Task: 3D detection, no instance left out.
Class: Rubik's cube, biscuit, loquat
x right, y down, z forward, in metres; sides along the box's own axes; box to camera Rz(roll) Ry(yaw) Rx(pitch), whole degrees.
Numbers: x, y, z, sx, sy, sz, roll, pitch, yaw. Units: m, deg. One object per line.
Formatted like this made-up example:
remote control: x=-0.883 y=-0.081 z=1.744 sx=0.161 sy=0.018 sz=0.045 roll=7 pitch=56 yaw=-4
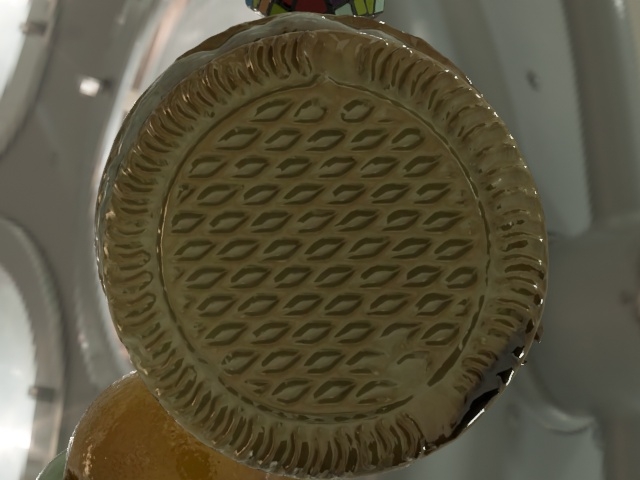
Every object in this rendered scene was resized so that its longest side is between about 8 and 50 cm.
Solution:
Rubik's cube: x=-0.004 y=-0.233 z=1.313 sx=0.133 sy=0.133 sz=0.112 roll=-28 pitch=-88 yaw=38
biscuit: x=0.000 y=0.000 z=0.795 sx=0.079 sy=0.259 sz=0.259 roll=118 pitch=-17 yaw=-85
loquat: x=-0.109 y=0.198 z=1.160 sx=0.208 sy=0.208 sz=0.208 roll=-15 pitch=-112 yaw=43

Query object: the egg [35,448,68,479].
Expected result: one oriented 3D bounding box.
egg: x=-0.192 y=0.255 z=1.328 sx=0.192 sy=0.149 sz=0.149 roll=91 pitch=-11 yaw=-64
